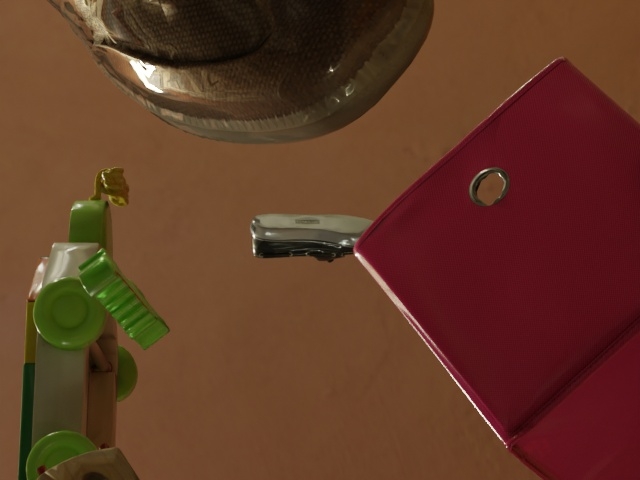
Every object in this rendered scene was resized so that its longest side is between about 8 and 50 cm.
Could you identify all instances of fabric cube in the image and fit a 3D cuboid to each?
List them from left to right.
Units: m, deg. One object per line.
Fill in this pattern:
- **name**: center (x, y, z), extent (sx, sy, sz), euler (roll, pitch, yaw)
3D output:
- **fabric cube**: center (0.232, 0.055, 1.261), extent (0.254, 0.259, 0.258), euler (-42, -134, 5)

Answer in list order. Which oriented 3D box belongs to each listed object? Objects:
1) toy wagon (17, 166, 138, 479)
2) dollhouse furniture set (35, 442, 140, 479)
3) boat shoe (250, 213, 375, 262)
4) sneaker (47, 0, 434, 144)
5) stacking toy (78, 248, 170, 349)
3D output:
- **toy wagon**: center (-0.198, 0.107, 1.237), extent (0.068, 0.267, 0.344), euler (-1, -106, -2)
- **dollhouse furniture set**: center (-0.178, 0.221, 0.844), extent (0.183, 0.129, 0.129), euler (-14, -118, -53)
- **boat shoe**: center (0.000, 0.000, 1.478), extent (0.142, 0.040, 0.049), euler (4, -154, -2)
- **sneaker**: center (-0.056, -0.082, 0.354), extent (0.188, 0.071, 0.066), euler (33, -94, 41)
- **stacking toy**: center (-0.199, 0.027, 0.700), extent (0.167, 0.221, 0.052), euler (-38, -150, 2)
